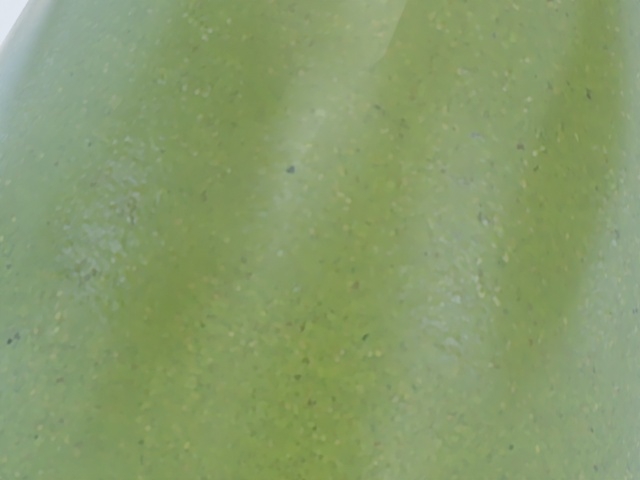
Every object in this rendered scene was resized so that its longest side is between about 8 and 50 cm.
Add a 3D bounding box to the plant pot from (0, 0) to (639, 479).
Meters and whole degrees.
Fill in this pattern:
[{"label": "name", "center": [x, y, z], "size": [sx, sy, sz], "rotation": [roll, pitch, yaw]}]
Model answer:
[{"label": "plant pot", "center": [0.000, 0.000, 0.565], "size": [0.275, 0.274, 0.293], "rotation": [-174, 100, -71]}]
